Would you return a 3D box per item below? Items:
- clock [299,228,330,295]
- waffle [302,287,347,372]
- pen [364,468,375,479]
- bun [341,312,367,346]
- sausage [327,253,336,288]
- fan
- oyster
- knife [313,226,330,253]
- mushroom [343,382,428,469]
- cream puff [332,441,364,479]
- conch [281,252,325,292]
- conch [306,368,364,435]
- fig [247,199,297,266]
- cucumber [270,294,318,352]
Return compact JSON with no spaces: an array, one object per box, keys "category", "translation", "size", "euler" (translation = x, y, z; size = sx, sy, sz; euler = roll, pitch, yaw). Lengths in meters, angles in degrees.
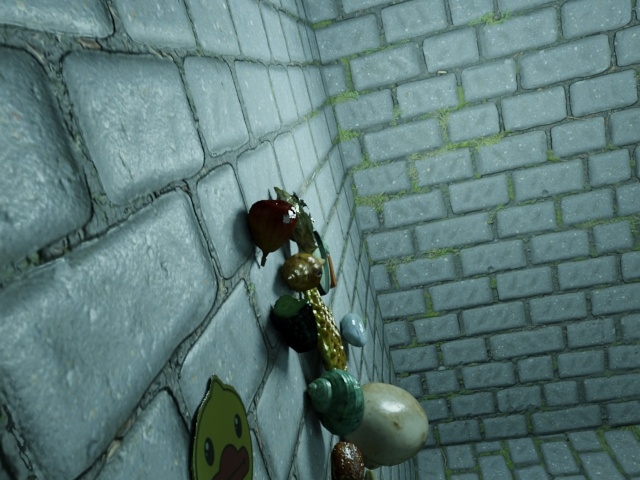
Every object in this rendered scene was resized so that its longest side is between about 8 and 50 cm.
[{"category":"clock","translation":[-0.016,0.074,1.639],"size":[0.226,0.049,0.226],"euler":[-11,90,-78]},{"category":"waffle","translation":[0.018,0.278,1.499],"size":[0.281,0.058,0.300],"euler":[-102,171,-56]},{"category":"pen","translation":[0.191,0.945,1.842],"size":[0.032,0.040,0.233],"euler":[-26,108,-78]},{"category":"bun","translation":[0.124,0.356,1.975],"size":[0.141,0.083,0.140],"euler":[-21,90,-75]},{"category":"sausage","translation":[0.029,0.114,1.838],"size":[0.039,0.041,0.131],"euler":[-150,-134,-76]},{"category":"fan","translation":[-0.143,0.379,0.797],"size":[0.229,0.011,0.335],"euler":[13,64,-78]},{"category":"oyster","translation":[-0.071,-0.043,1.396],"size":[0.072,0.133,0.209],"euler":[-34,137,-31]},{"category":"knife","translation":[-0.002,0.000,1.857],"size":[0.293,0.020,0.043],"euler":[51,27,-68]},{"category":"mushroom","translation":[0.203,0.636,1.664],"size":[0.297,0.298,0.290],"euler":[-71,172,-69]},{"category":"cream puff","translation":[0.085,0.660,1.463],"size":[0.149,0.084,0.149],"euler":[-11,90,-77]},{"category":"conch","translation":[-0.028,0.084,1.386],"size":[0.330,0.093,0.109],"euler":[-8,97,-68]},{"category":"conch","translation":[0.042,0.437,1.348],"size":[0.188,0.176,0.122],"euler":[55,37,-3]},{"category":"fig","translation":[-0.106,-0.022,1.132],"size":[0.119,0.119,0.153],"euler":[34,52,-74]},{"category":"cucumber","translation":[-0.066,0.200,1.191],"size":[0.086,0.115,0.193],"euler":[-46,145,-21]}]
